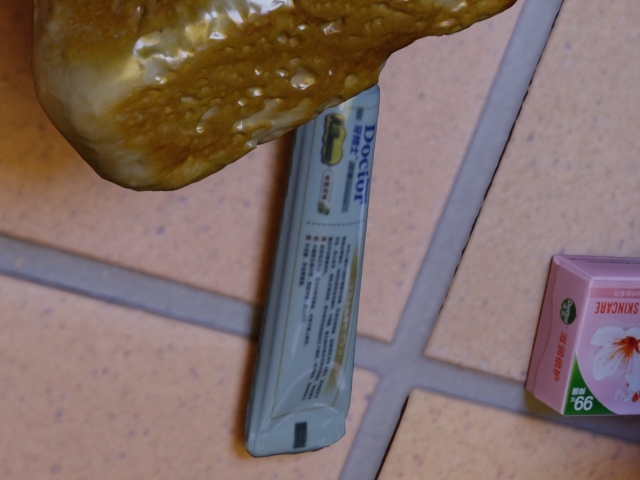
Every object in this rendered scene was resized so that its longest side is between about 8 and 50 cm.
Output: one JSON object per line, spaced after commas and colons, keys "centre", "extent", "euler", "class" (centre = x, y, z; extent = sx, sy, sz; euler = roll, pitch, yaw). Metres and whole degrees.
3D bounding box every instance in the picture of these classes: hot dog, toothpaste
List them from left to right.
{"centre": [-0.028, -0.145, 0.920], "extent": [0.257, 0.153, 0.150], "euler": [-30, 148, -3], "class": "hot dog"}
{"centre": [0.000, 0.000, 1.056], "extent": [0.067, 0.037, 0.255], "euler": [-6, 114, -31], "class": "toothpaste"}

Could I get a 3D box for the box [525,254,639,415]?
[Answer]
{"centre": [0.191, 0.057, 1.170], "extent": [0.125, 0.043, 0.089], "euler": [1, 108, -27], "class": "box"}
